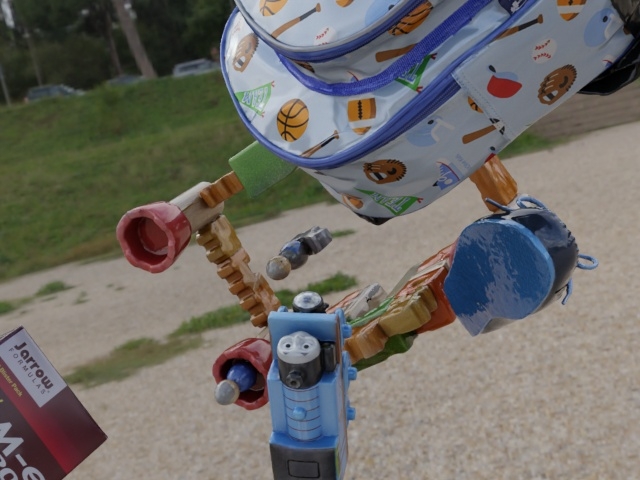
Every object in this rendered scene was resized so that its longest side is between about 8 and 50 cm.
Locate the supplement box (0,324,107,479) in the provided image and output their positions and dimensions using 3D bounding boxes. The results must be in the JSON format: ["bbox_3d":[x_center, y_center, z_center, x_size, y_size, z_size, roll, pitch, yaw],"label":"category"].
[{"bbox_3d":[-0.309,0.192,0.706,0.239,0.130,0.073,-42,11,-38],"label":"supplement box"}]

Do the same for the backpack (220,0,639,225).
[{"bbox_3d":[0.056,-0.157,0.618,0.213,0.276,0.263,27,-68,-40],"label":"backpack"}]

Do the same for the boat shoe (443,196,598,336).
[{"bbox_3d":[0.170,0.014,0.762,0.089,0.109,0.258,-27,-6,-10],"label":"boat shoe"}]

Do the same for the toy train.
[{"bbox_3d":[-0.009,0.140,0.798,0.080,0.184,0.105,1,30,8],"label":"toy train"}]

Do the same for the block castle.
[{"bbox_3d":[0.000,0.000,1.016,0.453,0.303,0.213,-29,8,32],"label":"block castle"}]
